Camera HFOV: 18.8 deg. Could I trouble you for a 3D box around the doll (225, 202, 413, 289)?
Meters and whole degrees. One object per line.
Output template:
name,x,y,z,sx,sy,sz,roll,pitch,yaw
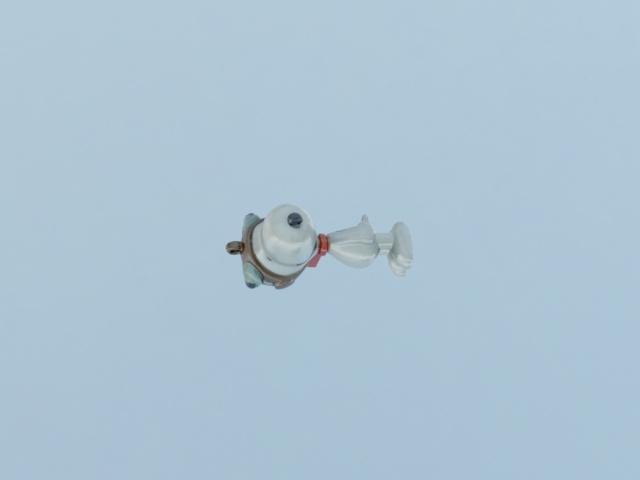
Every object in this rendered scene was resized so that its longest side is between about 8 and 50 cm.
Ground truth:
doll,0.000,0.002,0.956,0.085,0.058,0.040,7,-113,-30
